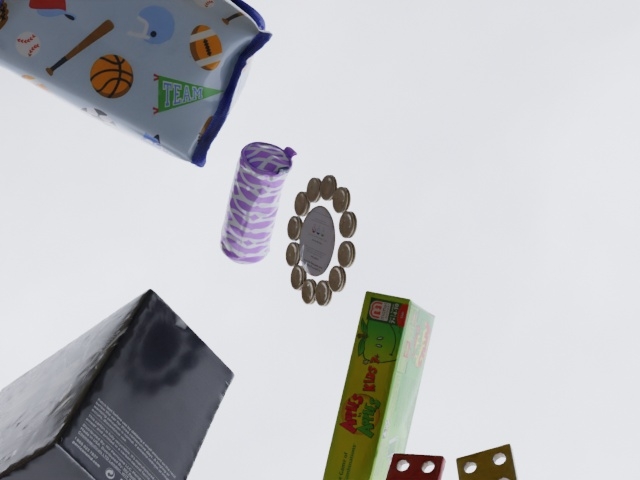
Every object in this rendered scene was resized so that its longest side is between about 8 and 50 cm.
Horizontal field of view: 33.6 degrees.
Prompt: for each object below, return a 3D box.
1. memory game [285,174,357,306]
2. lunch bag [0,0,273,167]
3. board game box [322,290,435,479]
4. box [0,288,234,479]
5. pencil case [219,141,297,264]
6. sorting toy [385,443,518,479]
[{"bbox_3d":[0.000,0.000,1.460,0.012,0.186,0.186,5,-151,-31],"label":"memory game"},{"bbox_3d":[-0.250,-0.280,1.429,0.239,0.327,0.385,-59,-171,5],"label":"lunch bag"},{"bbox_3d":[0.052,0.143,0.935,0.043,0.092,0.181,10,-99,21],"label":"board game box"},{"bbox_3d":[-0.326,0.280,1.384,0.343,0.179,0.312,-32,-162,28],"label":"box"},{"bbox_3d":[-0.098,-0.058,1.631,0.088,0.206,0.086,-19,-126,-38],"label":"pencil case"},{"bbox_3d":[0.068,0.254,0.771,0.132,0.046,0.275,-1,-133,32],"label":"sorting toy"}]
